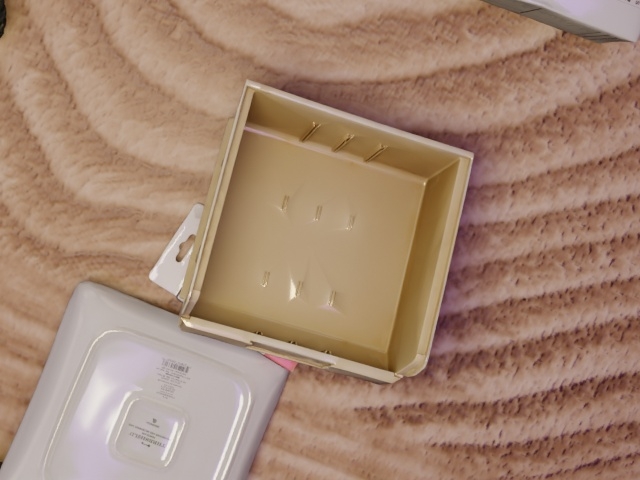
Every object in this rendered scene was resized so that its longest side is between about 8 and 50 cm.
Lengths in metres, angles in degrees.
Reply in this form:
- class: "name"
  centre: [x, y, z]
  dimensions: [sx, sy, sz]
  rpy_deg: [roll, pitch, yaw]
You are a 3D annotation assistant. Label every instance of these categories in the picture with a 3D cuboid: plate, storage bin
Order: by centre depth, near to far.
- class: "storage bin"
  centre: [0.000, 0.000, 1.175]
  dimensions: [0.262, 0.123, 0.260]
  rpy_deg: [17, 77, -12]
- class: "plate"
  centre: [-0.199, 0.220, 1.244]
  dimensions: [0.277, 0.045, 0.278]
  rpy_deg: [23, 82, -14]

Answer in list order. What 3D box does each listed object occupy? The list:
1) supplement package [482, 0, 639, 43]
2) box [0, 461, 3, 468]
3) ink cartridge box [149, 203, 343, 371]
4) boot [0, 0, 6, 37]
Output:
- class: "supplement package"
  centre: [0.240, -0.318, 1.179]
  dimensions: [0.244, 0.139, 0.134]
  rpy_deg: [18, 99, -6]
- class: "box"
  centre: [-0.392, 0.390, 1.273]
  dimensions: [0.307, 0.076, 0.242]
  rpy_deg: [21, 98, -16]
- class: "ink cartridge box"
  centre: [-0.089, 0.051, 1.249]
  dimensions: [0.198, 0.067, 0.115]
  rpy_deg: [33, 83, -6]
- class: "boot"
  centre: [-0.462, -0.167, 1.171]
  dimensions: [0.131, 0.348, 0.260]
  rpy_deg: [30, 54, 1]
